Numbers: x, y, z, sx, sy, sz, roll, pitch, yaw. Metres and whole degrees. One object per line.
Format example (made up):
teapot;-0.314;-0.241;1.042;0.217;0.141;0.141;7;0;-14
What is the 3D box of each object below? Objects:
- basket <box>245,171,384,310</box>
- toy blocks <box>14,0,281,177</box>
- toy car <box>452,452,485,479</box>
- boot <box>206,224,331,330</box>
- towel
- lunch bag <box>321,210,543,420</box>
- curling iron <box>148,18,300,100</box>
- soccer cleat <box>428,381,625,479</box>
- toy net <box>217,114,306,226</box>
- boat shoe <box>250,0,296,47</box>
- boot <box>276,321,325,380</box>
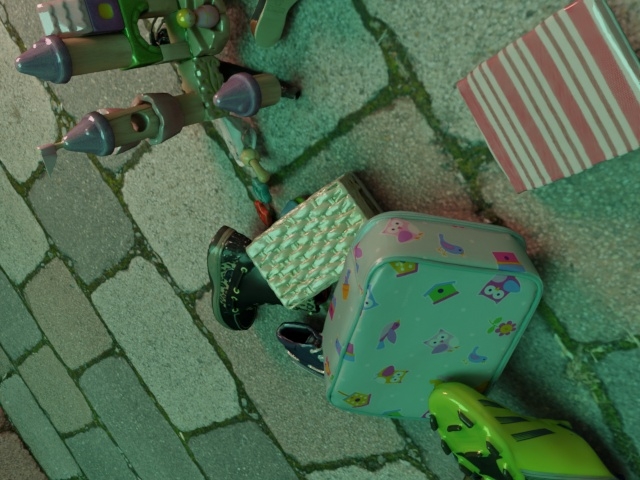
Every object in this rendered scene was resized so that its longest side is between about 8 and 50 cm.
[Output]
basket;0.000;0.000;0.787;0.167;0.103;0.113;-36;89;13
toy blocks;-0.237;-0.247;0.719;0.309;0.260;0.288;2;110;43
toy car;0.219;0.343;0.822;0.149;0.155;0.188;-10;97;41
boot;-0.077;0.088;0.954;0.179;0.085;0.236;16;141;15
towel;0.227;-0.134;0.591;0.144;0.029;0.197;60;154;-2
lunch bag;0.126;0.102;0.731;0.224;0.107;0.279;6;130;-11
curling iron;-0.144;-0.253;0.857;0.274;0.035;0.068;31;129;22
soccer cleat;0.251;0.251;0.734;0.289;0.121;0.093;39;146;-5
toy net;-0.083;-0.092;0.898;0.232;0.045;0.122;61;163;-1
boat shoe;-0.050;-0.306;0.749;0.137;0.049;0.043;-56;37;40
boot;0.017;0.179;0.924;0.190;0.069;0.086;9;146;36
